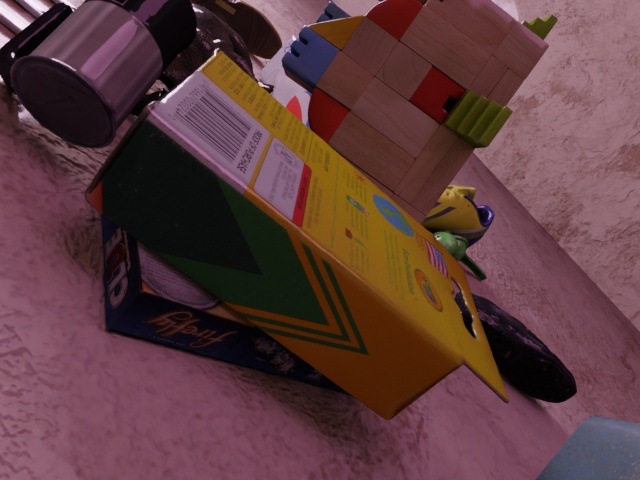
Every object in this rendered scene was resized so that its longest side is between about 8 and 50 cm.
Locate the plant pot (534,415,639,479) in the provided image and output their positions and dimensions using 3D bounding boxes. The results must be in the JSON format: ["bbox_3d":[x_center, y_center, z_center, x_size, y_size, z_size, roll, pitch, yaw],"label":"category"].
[{"bbox_3d":[0.264,0.271,0.409,0.247,0.248,0.252,31,8,-33],"label":"plant pot"}]

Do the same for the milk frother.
[{"bbox_3d":[-0.171,-0.128,0.495,0.143,0.129,0.135,60,42,-41],"label":"milk frother"}]

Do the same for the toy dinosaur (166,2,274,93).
[{"bbox_3d":[-0.133,-0.217,0.682,0.160,0.121,0.313,55,24,-13],"label":"toy dinosaur"}]

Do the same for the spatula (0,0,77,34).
[{"bbox_3d":[-0.343,-0.284,0.553,0.242,0.019,0.168,38,23,-20],"label":"spatula"}]

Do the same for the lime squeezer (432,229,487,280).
[{"bbox_3d":[0.224,0.032,0.975,0.110,0.059,0.310,51,22,13],"label":"lime squeezer"}]

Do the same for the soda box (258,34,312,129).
[{"bbox_3d":[0.010,-0.192,0.929,0.098,0.091,0.286,19,34,-50],"label":"soda box"}]

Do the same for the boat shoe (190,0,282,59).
[{"bbox_3d":[-0.146,-0.394,1.041,0.190,0.068,0.072,38,12,-18],"label":"boat shoe"}]

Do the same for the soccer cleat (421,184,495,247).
[{"bbox_3d":[0.194,-0.064,0.999,0.289,0.121,0.093,22,32,-45],"label":"soccer cleat"}]

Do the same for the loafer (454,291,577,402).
[{"bbox_3d":[0.274,0.148,0.834,0.223,0.076,0.078,37,32,-12],"label":"loafer"}]

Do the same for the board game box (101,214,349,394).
[{"bbox_3d":[-0.059,0.029,0.489,0.243,0.042,0.165,27,29,-39],"label":"board game box"}]

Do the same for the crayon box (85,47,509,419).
[{"bbox_3d":[0.000,0.000,0.477,0.318,0.081,0.202,39,23,-15],"label":"crayon box"}]

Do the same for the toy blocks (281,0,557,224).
[{"bbox_3d":[0.071,-0.184,0.718,0.261,0.381,0.191,34,5,-5],"label":"toy blocks"}]
